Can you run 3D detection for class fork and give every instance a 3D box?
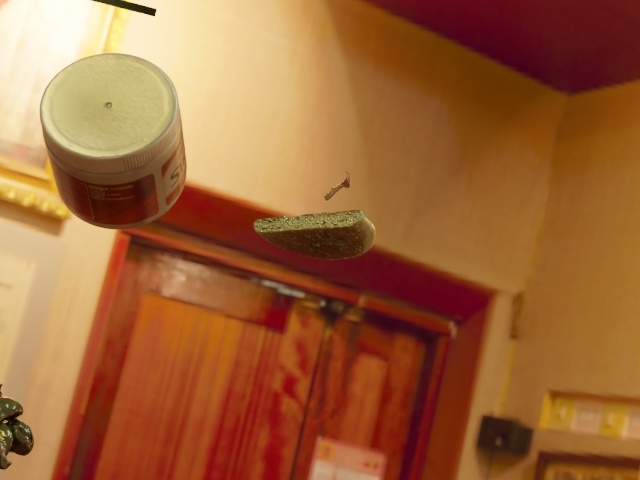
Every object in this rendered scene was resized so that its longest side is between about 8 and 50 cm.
[{"bbox_3d":[0.022,-0.064,1.475,0.012,0.016,0.115,7,-14,-12],"label":"fork"},{"bbox_3d":[-0.311,-0.298,1.448,0.235,0.039,0.021,12,16,-19],"label":"fork"}]

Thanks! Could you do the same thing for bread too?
[{"bbox_3d":[0.005,0.002,1.800,0.193,0.036,0.112,-3,-30,33],"label":"bread"}]

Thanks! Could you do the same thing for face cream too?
[{"bbox_3d":[-0.302,-0.143,1.799,0.201,0.201,0.187,12,-32,5],"label":"face cream"}]

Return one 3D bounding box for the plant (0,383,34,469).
[{"bbox_3d":[-0.327,0.158,1.156,0.085,0.087,0.174,-22,46,-32],"label":"plant"}]
